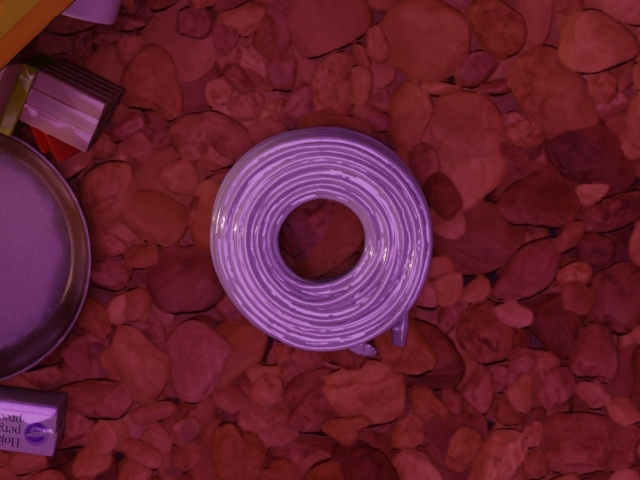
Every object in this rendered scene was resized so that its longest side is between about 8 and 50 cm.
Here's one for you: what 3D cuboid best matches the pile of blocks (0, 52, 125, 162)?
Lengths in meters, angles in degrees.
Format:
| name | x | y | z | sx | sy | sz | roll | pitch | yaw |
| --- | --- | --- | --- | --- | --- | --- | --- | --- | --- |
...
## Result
| name | x | y | z | sx | sy | sz | roll | pitch | yaw |
| --- | --- | --- | --- | --- | --- | --- | --- | --- | --- |
| pile of blocks | -0.397 | -0.171 | 1.665 | 0.362 | 0.149 | 0.113 | 19 | 107 | -24 |

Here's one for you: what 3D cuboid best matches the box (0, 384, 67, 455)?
| name | x | y | z | sx | sy | sz | roll | pitch | yaw |
| --- | --- | --- | --- | --- | --- | --- | --- | --- | --- |
| box | -0.464 | 0.196 | 1.787 | 0.324 | 0.067 | 0.063 | 7 | 101 | -1 |

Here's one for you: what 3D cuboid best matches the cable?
| name | x | y | z | sx | sy | sz | roll | pitch | yaw |
| --- | --- | --- | --- | --- | --- | --- | --- | --- | --- |
| cable | 0.000 | 0.000 | 1.727 | 0.257 | 0.089 | 0.257 | 13 | 100 | -1 |

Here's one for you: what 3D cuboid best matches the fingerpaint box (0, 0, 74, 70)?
| name | x | y | z | sx | sy | sz | roll | pitch | yaw |
| --- | --- | --- | --- | --- | --- | --- | --- | --- | --- |
| fingerpaint box | -0.511 | -0.277 | 1.425 | 0.371 | 0.163 | 0.445 | -46 | 109 | -6 |

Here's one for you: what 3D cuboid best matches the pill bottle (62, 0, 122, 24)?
| name | x | y | z | sx | sy | sz | roll | pitch | yaw |
| --- | --- | --- | --- | --- | --- | --- | --- | --- | --- |
| pill bottle | -0.247 | -0.386 | 1.632 | 0.160 | 0.160 | 0.283 | 17 | 100 | -1 |

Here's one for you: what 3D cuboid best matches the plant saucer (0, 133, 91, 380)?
| name | x | y | z | sx | sy | sz | roll | pitch | yaw |
| --- | --- | --- | --- | --- | --- | --- | --- | --- | --- |
| plant saucer | -0.416 | 0.013 | 1.763 | 0.310 | 0.050 | 0.311 | 0 | 100 | 1 |
